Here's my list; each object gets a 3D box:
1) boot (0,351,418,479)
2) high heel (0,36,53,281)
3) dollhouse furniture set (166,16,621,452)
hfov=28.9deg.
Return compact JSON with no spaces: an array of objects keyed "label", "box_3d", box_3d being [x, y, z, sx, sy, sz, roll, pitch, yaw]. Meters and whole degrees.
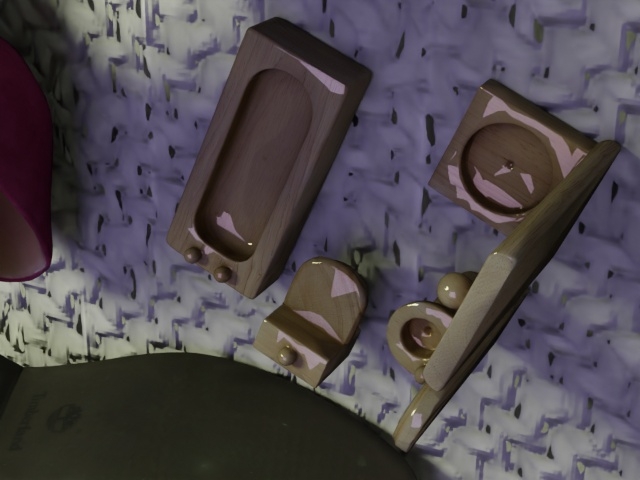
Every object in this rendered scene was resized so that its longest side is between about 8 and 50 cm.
[{"label":"boot","box_3d":[-0.098,0.127,0.597,0.305,0.112,0.115,6,129,16]},{"label":"high heel","box_3d":[-0.193,-0.045,0.425,0.127,0.377,0.181,-24,93,17]},{"label":"dollhouse furniture set","box_3d":[0.000,0.000,0.476,0.151,0.123,0.144,33,123,12]}]
